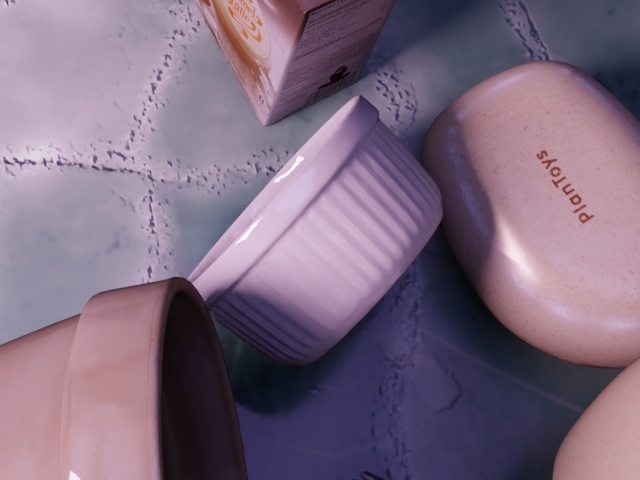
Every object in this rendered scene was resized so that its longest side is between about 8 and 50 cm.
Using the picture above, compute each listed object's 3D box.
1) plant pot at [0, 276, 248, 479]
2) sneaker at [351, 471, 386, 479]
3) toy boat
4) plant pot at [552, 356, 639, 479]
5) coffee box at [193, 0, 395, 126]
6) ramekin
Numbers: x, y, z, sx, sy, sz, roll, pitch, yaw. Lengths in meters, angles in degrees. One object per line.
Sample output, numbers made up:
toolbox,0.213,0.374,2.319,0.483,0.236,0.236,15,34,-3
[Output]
plant pot,-0.208,0.200,1.269,0.280,0.323,0.323,-7,74,6
sneaker,0.092,0.218,1.331,0.163,0.226,0.086,25,64,3
toy boat,0.255,-0.039,1.486,0.318,0.148,0.267,-25,74,-7
plant pot,0.285,0.193,1.365,0.191,0.284,0.284,-14,73,27
coffee box,-0.022,-0.205,1.423,0.098,0.246,0.141,-27,79,-15
ramekin,0.000,0.000,1.394,0.109,0.207,0.207,42,72,-5
